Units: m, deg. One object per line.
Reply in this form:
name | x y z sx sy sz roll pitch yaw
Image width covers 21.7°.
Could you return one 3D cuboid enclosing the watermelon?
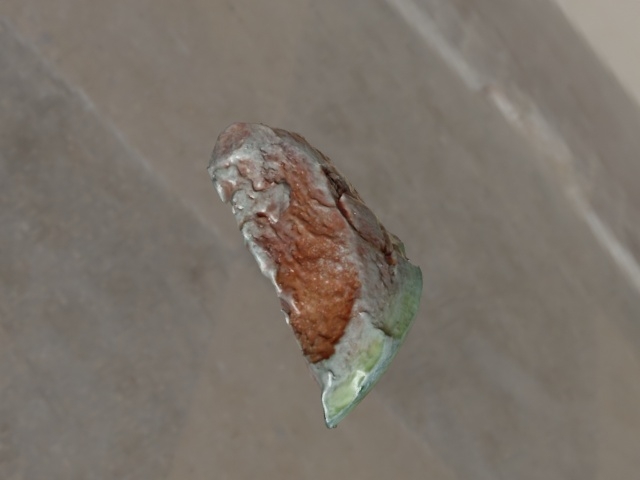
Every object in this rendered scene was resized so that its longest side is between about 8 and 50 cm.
watermelon | 0.000 0.000 0.813 0.139 0.071 0.187 55 9 -25
